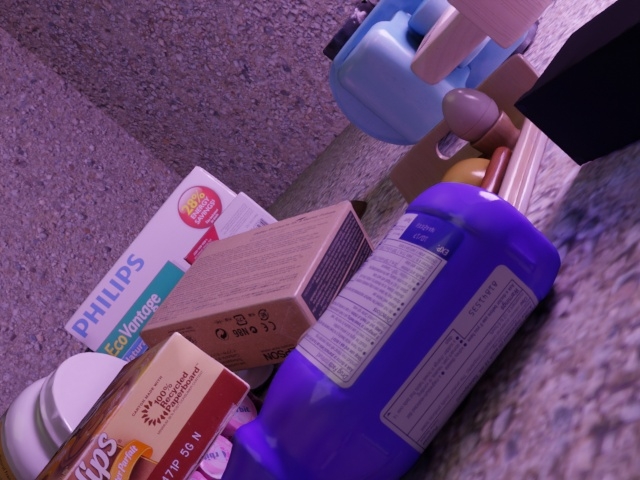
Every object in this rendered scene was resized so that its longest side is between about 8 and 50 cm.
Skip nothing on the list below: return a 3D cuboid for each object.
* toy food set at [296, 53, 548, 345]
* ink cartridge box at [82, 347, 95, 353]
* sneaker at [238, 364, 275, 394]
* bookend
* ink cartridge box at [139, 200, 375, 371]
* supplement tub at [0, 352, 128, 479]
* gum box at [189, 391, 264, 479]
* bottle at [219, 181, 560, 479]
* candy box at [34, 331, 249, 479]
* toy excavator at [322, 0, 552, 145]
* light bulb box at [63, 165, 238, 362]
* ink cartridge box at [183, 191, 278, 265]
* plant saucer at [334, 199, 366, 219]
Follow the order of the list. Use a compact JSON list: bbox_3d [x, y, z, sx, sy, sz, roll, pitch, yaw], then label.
[{"bbox_3d":[0.096,-0.038,0.746,0.220,0.092,0.306,-42,10,42],"label":"toy food set"},{"bbox_3d":[-0.420,0.328,1.490,0.045,0.223,0.223,-12,6,-4],"label":"ink cartridge box"},{"bbox_3d":[-0.095,0.143,1.017,0.057,0.075,0.161,-46,8,27],"label":"sneaker"},{"bbox_3d":[0.239,-0.150,0.549,0.156,0.072,0.157,-52,7,-21],"label":"bookend"},{"bbox_3d":[-0.071,0.062,0.943,0.235,0.088,0.193,-16,26,33],"label":"ink cartridge box"},{"bbox_3d":[-0.358,0.326,1.066,0.316,0.228,0.228,-47,8,19],"label":"supplement tub"},{"bbox_3d":[-0.130,0.239,0.801,0.107,0.062,0.188,-46,9,28],"label":"gum box"},{"bbox_3d":[0.027,0.093,0.495,0.282,0.092,0.118,-51,16,-7],"label":"bottle"},{"bbox_3d":[-0.192,0.202,0.760,0.183,0.088,0.316,-54,9,-24],"label":"candy box"},{"bbox_3d":[0.151,-0.248,0.995,0.433,0.222,0.445,-45,11,39],"label":"toy excavator"},{"bbox_3d":[-0.250,0.093,1.458,0.357,0.225,0.361,-53,3,-10],"label":"light bulb box"},{"bbox_3d":[-0.091,0.033,1.155,0.128,0.176,0.127,-50,5,-5],"label":"ink cartridge box"},{"bbox_3d":[0.000,0.000,1.323,0.198,0.036,0.198,-49,7,8],"label":"plant saucer"}]
